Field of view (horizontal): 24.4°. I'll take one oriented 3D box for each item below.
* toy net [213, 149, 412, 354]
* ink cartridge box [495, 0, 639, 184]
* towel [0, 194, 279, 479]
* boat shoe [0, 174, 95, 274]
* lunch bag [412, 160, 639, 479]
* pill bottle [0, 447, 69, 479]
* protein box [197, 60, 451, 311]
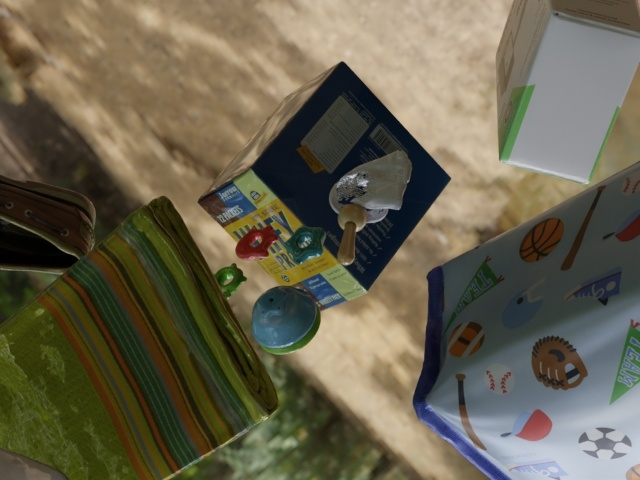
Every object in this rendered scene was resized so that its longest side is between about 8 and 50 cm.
[{"bbox_3d":[0.000,0.000,1.439,0.122,0.232,0.045,32,163,41],"label":"toy net"},{"bbox_3d":[0.285,-0.226,1.728,0.273,0.114,0.198,-82,7,-57],"label":"ink cartridge box"},{"bbox_3d":[-0.119,0.080,0.660,0.237,0.021,0.102,-36,80,36],"label":"towel"},{"bbox_3d":[-0.428,-0.027,1.798,0.104,0.307,0.111,-95,14,-53],"label":"boat shoe"},{"bbox_3d":[0.331,0.146,1.392,0.327,0.239,0.385,-27,123,34],"label":"lunch bag"},{"bbox_3d":[-0.220,0.256,0.508,0.224,0.392,0.224,10,164,3],"label":"pill bottle"},{"bbox_3d":[0.006,-0.060,1.746,0.200,0.201,0.136,46,148,-12],"label":"protein box"}]
